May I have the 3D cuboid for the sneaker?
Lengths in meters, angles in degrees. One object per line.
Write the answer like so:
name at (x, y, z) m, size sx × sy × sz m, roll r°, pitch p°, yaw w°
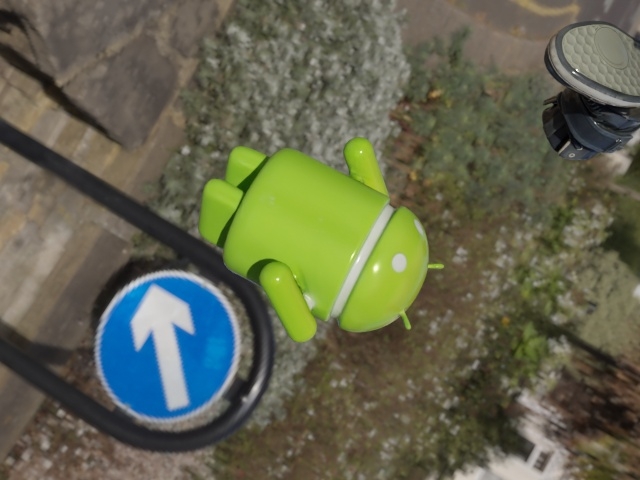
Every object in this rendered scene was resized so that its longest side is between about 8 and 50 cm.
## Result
sneaker at (0.265, -0.143, 0.975) m, size 0.226 × 0.086 × 0.163 m, roll 3°, pitch 161°, yaw -37°

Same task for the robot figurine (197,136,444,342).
robot figurine at (0.000, 0.000, 0.458) m, size 0.101 × 0.115 × 0.067 m, roll -57°, pitch 172°, yaw -37°
